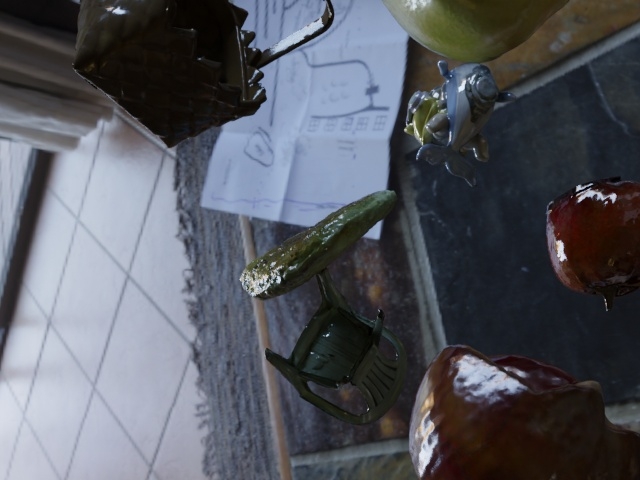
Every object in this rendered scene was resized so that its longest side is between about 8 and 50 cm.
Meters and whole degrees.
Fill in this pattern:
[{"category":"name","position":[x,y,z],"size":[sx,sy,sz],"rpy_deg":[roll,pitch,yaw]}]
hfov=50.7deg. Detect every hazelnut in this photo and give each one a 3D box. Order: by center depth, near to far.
[{"category":"hazelnut","position":[0.178,0.185,0.593],"size":[0.170,0.201,0.160],"rpy_deg":[123,169,-71]}]

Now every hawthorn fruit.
[{"category":"hawthorn fruit","position":[0.527,0.008,1.241],"size":[0.215,0.215,0.250],"rpy_deg":[-15,55,44]}]

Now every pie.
[{"category":"pie","position":[0.000,0.000,1.151],"size":[0.323,0.323,0.070],"rpy_deg":[-31,95,40]}]

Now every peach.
[{"category":"peach","position":[0.232,-0.439,1.060],"size":[0.281,0.315,0.314],"rpy_deg":[-54,9,40]}]

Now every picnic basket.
[{"category":"picnic basket","position":[-0.164,-0.322,0.956],"size":[0.321,0.254,0.291],"rpy_deg":[-26,51,16]}]

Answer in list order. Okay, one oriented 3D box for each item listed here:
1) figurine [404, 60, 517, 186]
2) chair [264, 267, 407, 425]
[{"category":"figurine","position":[0.192,-0.174,0.984],"size":[0.184,0.128,0.208],"rpy_deg":[-47,22,58]},{"category":"chair","position":[0.048,0.212,1.236],"size":[0.190,0.275,0.203],"rpy_deg":[26,73,21]}]
